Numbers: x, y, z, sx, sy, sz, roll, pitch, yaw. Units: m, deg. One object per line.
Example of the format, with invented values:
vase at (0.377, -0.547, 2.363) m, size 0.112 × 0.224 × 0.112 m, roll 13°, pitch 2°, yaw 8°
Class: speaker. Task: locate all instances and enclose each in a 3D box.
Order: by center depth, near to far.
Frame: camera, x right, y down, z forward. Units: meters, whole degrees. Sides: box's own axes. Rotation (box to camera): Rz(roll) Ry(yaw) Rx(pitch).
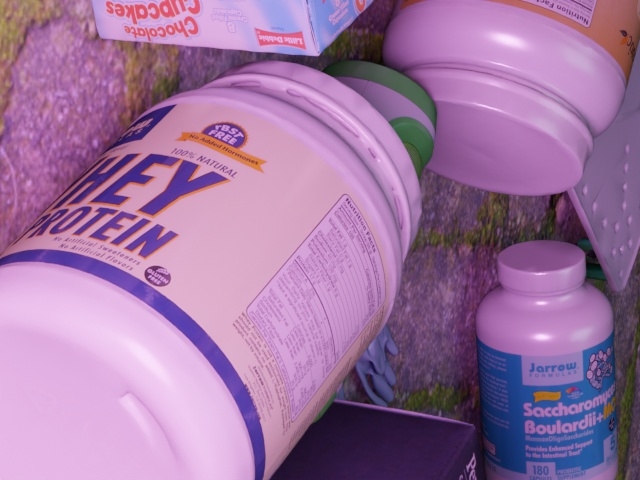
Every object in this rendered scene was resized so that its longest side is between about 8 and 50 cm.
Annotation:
speaker at (0.000, 0.000, 1.601) m, size 0.131 × 0.131 × 0.296 m, roll 56°, pitch 49°, yaw -50°

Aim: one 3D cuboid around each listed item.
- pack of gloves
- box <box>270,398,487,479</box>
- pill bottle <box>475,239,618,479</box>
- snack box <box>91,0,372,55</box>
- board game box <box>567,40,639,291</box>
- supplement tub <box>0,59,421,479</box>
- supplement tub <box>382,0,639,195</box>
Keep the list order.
pack of gloves at (0.015, 0.107, 1.758) m, size 0.195 × 0.046 × 0.232 m, roll -70°, pitch 154°, yaw -44°
box at (-0.019, 0.364, 1.561) m, size 0.395 × 0.212 × 0.293 m, roll -53°, pitch 139°, yaw -43°
pill bottle at (0.239, 0.138, 2.039) m, size 0.146 × 0.146 × 0.264 m, roll -37°, pitch 127°, yaw -53°
snack box at (-0.012, -0.242, 1.459) m, size 0.322 × 0.187 × 0.060 m, roll -48°, pitch 136°, yaw -45°
board game box at (0.339, -0.202, 2.238) m, size 0.390 × 0.050 × 0.390 m, roll -67°, pitch 148°, yaw -26°
supplement tub at (-0.086, 0.039, 1.341) m, size 0.325 × 0.235 × 0.235 m, roll -51°, pitch 138°, yaw -44°
supplement tub at (0.188, -0.222, 1.779) m, size 0.228 × 0.228 × 0.316 m, roll 45°, pitch 58°, yaw -55°
